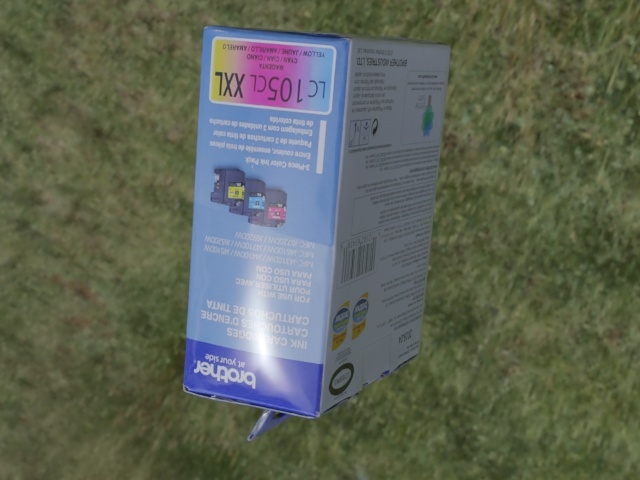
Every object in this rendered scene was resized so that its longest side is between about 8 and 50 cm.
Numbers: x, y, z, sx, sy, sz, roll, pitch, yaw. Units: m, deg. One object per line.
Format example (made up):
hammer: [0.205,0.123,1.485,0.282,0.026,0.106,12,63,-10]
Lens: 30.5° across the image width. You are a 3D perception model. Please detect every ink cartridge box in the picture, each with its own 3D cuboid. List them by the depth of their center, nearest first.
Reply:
ink cartridge box: [0.000,0.000,1.126,0.151,0.395,0.270,7,-170,24]
